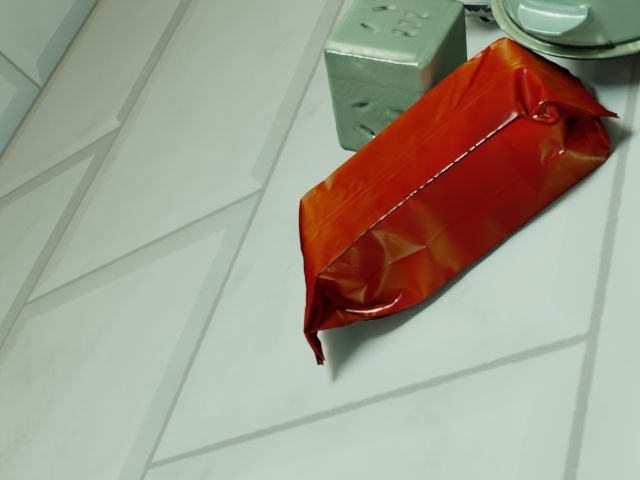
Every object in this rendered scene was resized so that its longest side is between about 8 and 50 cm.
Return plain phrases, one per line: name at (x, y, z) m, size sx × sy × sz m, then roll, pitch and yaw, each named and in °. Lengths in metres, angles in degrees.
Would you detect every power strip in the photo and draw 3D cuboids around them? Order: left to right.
power strip at (0.102, -0.179, 1.536) m, size 0.140 × 0.224 × 0.139 m, roll 12°, pitch 48°, yaw 23°

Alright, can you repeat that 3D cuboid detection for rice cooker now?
rice cooker at (0.301, -0.344, 1.340) m, size 0.264 × 0.317 × 0.317 m, roll 15°, pitch 62°, yaw 33°

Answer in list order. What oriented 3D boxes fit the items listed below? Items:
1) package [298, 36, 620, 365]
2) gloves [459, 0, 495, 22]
package at (0.123, -0.053, 1.382) m, size 0.423 × 0.123 × 0.196 m, roll -39°, pitch 25°, yaw 14°
gloves at (0.218, -0.353, 1.686) m, size 0.212 × 0.111 × 0.127 m, roll 27°, pitch 100°, yaw 61°
